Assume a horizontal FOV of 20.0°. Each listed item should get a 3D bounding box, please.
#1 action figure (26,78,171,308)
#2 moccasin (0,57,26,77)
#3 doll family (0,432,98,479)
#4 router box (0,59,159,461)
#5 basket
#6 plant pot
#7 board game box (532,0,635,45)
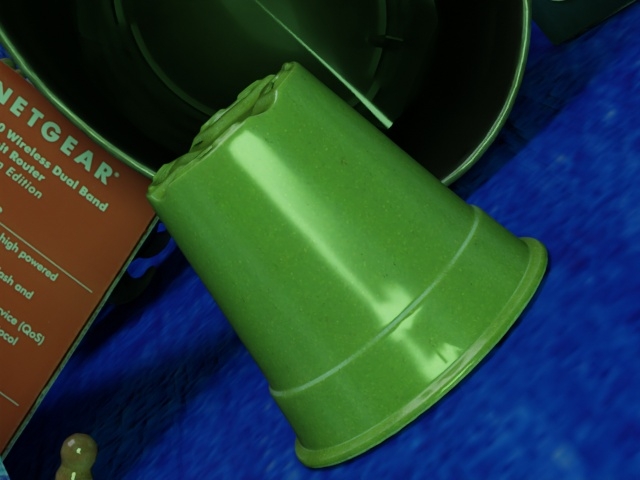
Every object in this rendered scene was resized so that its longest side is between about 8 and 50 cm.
[{"bbox_3d":[-0.116,-0.050,0.886,0.164,0.141,0.276,-52,1,43],"label":"action figure"},{"bbox_3d":[-0.208,-0.045,1.158,0.380,0.147,0.139,-40,11,9],"label":"moccasin"},{"bbox_3d":[-0.123,0.102,0.438,0.076,0.111,0.193,-5,-34,-46],"label":"doll family"},{"bbox_3d":[-0.225,0.109,0.674,0.335,0.082,0.301,-23,32,59],"label":"router box"},{"bbox_3d":[-0.027,-0.095,0.669,0.154,0.204,0.227,-48,1,0],"label":"basket"},{"bbox_3d":[0.000,0.000,0.456,0.083,0.079,0.083,-40,10,9],"label":"plant pot"},{"bbox_3d":[0.174,-0.180,0.644,0.165,0.042,0.243,-30,17,47],"label":"board game box"}]
